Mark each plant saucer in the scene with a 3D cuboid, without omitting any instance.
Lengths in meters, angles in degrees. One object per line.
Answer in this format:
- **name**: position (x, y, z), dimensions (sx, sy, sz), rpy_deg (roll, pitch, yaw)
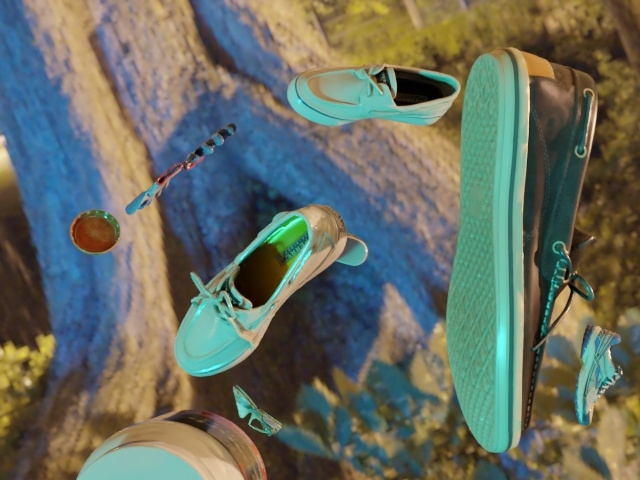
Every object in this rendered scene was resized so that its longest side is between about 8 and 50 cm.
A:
- **plant saucer**: position (-0.375, -0.013, 2.034), dimensions (0.083, 0.083, 0.013), rpy_deg (-26, 160, -22)

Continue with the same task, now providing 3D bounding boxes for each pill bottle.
- **pill bottle**: position (-0.181, 0.317, 1.468), dimensions (0.210, 0.210, 0.363), rpy_deg (-24, 175, 0)

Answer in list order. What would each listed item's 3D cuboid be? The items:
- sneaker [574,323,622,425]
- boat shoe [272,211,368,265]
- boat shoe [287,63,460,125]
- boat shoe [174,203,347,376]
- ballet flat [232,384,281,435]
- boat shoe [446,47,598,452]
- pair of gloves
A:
- **sneaker**: position (0.371, 0.181, 1.625), dimensions (0.058, 0.135, 0.052), rpy_deg (9, 176, 12)
- **boat shoe**: position (0.000, 0.000, 2.232), dimensions (0.083, 0.183, 0.065), rpy_deg (-7, 119, -84)
- **boat shoe**: position (0.085, -0.225, 1.837), dimensions (0.268, 0.096, 0.088), rpy_deg (5, 156, -23)
- **boat shoe**: position (-0.122, 0.083, 1.888), dimensions (0.367, 0.135, 0.156), rpy_deg (-42, 162, 21)
- **ballet flat**: position (-0.118, 0.300, 2.123), dimensions (0.041, 0.114, 0.041), rpy_deg (-44, -167, 13)
- **boat shoe**: position (0.253, 0.019, 1.492), dimensions (0.156, 0.499, 0.187), rpy_deg (0, -171, -16)
- **pair of gloves**: position (-0.208, -0.105, 1.826), dimensions (0.198, 0.023, 0.159), rpy_deg (-42, -174, -24)
